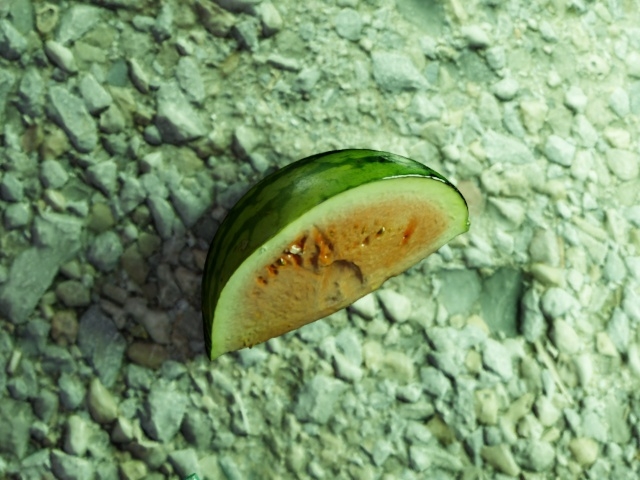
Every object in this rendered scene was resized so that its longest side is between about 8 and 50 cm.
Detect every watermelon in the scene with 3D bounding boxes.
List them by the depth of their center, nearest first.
[{"bbox_3d":[-0.013,-0.022,1.287,0.303,0.159,0.128,-28,49,-8],"label":"watermelon"}]

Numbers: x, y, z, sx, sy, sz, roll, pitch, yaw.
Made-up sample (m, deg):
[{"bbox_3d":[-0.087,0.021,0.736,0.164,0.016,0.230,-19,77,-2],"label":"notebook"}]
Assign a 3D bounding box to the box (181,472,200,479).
[{"bbox_3d":[-0.176,0.356,1.253,0.229,0.041,0.162,-33,88,-6],"label":"box"}]
